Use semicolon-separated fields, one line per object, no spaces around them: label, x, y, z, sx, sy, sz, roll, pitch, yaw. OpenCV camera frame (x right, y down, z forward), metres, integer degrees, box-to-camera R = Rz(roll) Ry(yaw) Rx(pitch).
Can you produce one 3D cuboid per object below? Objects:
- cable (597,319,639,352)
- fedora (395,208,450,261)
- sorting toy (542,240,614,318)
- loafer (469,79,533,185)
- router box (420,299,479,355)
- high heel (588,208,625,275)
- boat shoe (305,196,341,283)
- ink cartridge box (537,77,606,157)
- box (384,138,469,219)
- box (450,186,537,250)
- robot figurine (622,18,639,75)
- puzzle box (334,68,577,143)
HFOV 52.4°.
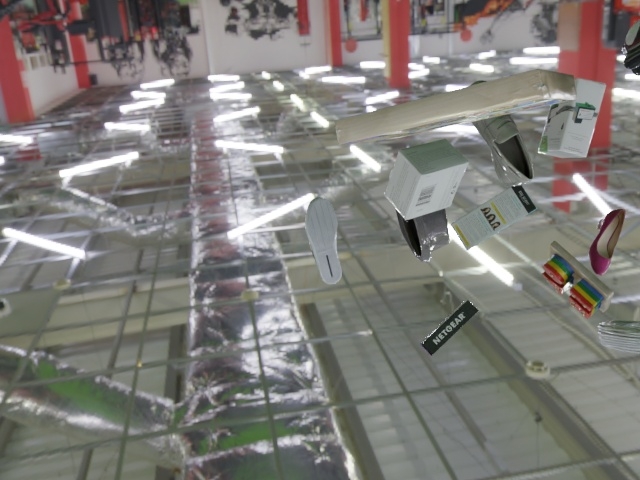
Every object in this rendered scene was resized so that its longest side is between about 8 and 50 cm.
cable;1.145;0.345;2.357;0.257;0.089;0.257;0;-179;32
fedora;0.344;-0.058;2.119;0.124;0.244;0.275;-17;-160;-4
sorting toy;0.875;0.149;2.255;0.255;0.089;0.257;48;-177;26
loafer;0.511;-0.302;1.820;0.112;0.319;0.111;-33;-167;-17
router box;0.352;0.242;1.795;0.179;0.046;0.133;-44;169;0
high heel;1.027;0.004;2.304;0.082;0.117;0.244;26;-114;-3
boat shoe;0.000;0.000;2.457;0.121;0.335;0.119;-10;-168;-14
ink cartridge box;0.749;-0.363;1.944;0.092;0.219;0.160;13;-176;-6
box;0.305;-0.178;1.890;0.182;0.181;0.119;-17;-127;-27
box;0.532;-0.073;2.009;0.244;0.100;0.060;-32;174;9
robot figurine;0.873;-0.496;1.604;0.173;0.209;0.278;25;175;-6
puzzle box;0.267;-0.257;1.280;0.409;0.052;0.272;-7;-175;35
